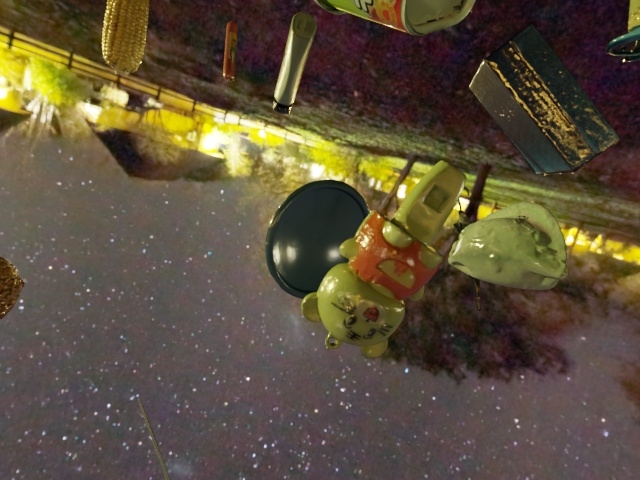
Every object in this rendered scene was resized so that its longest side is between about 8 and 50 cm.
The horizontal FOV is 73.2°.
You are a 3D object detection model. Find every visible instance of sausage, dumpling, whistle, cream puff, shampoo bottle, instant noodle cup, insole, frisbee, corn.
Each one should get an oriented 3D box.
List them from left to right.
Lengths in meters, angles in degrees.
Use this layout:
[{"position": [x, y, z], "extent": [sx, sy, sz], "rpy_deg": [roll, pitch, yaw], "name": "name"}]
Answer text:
[{"position": [-0.559, 0.088, 0.699], "extent": [0.103, 0.144, 0.126], "rpy_deg": [41, 173, 5], "name": "cream puff"}, {"position": [-0.327, -0.386, 0.731], "extent": [0.067, 0.207, 0.067], "rpy_deg": [13, -170, -2], "name": "corn"}, {"position": [-0.342, 0.455, 0.912], "extent": [0.007, 0.323, 0.109], "rpy_deg": [-20, -148, -30], "name": "insole"}, {"position": [-0.235, -0.497, 1.126], "extent": [0.029, 0.223, 0.029], "rpy_deg": [-2, 154, -1], "name": "sausage"}, {"position": [-0.097, -0.561, 1.435], "extent": [0.078, 0.134, 0.359], "rpy_deg": [13, 153, -11], "name": "shampoo bottle"}, {"position": [-0.002, -0.001, 1.009], "extent": [0.289, 0.290, 0.049], "rpy_deg": [10, -169, -33], "name": "frisbee"}, {"position": [0.089, 0.029, 0.556], "extent": [0.131, 0.289, 0.106], "rpy_deg": [33, -170, -8], "name": "whistle"}, {"position": [0.155, -0.576, 0.883], "extent": [0.293, 0.294, 0.308], "rpy_deg": [6, -147, -46], "name": "instant noodle cup"}, {"position": [0.316, 0.004, 0.721], "extent": [0.104, 0.150, 0.216], "rpy_deg": [6, -173, -34], "name": "dumpling"}]

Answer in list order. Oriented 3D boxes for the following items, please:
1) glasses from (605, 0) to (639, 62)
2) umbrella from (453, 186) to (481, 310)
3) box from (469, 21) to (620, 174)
[{"position": [0.508, -0.372, 0.713], "extent": [0.238, 0.102, 0.207], "rpy_deg": [-12, -115, -43], "name": "glasses"}, {"position": [0.316, 0.017, 0.936], "extent": [0.044, 0.270, 0.044], "rpy_deg": [-8, 175, 35], "name": "umbrella"}, {"position": [0.461, -0.283, 0.928], "extent": [0.279, 0.116, 0.261], "rpy_deg": [54, -167, 1], "name": "box"}]
